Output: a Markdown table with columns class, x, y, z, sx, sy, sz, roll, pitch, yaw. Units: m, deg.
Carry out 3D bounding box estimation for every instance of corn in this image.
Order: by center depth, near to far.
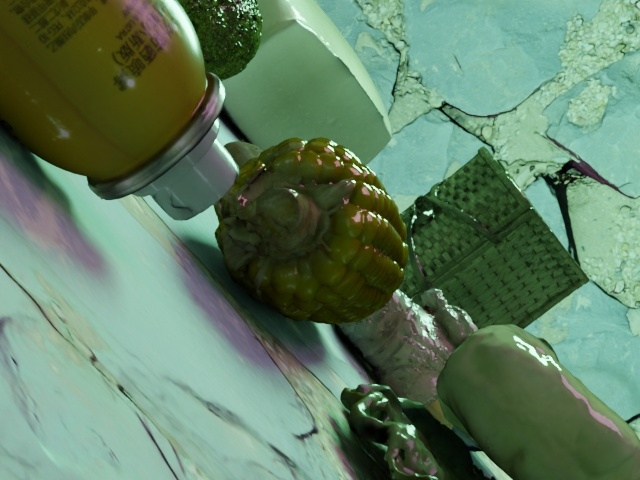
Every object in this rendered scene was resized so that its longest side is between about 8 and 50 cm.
| class | x | y | z | sx | sy | sz | roll | pitch | yaw |
| --- | --- | --- | --- | --- | --- | --- | --- | --- | --- |
| corn | 0.000 | 0.000 | 1.147 | 0.119 | 0.119 | 0.322 | 52 | 1 | 8 |

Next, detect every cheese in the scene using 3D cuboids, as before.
| class | x | y | z | sx | sy | sz | roll | pitch | yaw |
| --- | --- | --- | --- | --- | --- | --- | --- | --- | --- |
| cheese | 0.171 | 0.147 | 1.225 | 0.159 | 0.093 | 0.263 | 43 | -2 | 26 |

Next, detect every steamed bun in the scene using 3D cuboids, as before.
| class | x | y | z | sx | sy | sz | roll | pitch | yaw |
| --- | --- | --- | --- | --- | --- | --- | --- | --- | --- |
| steamed bun | -0.039 | -0.177 | 1.787 | 0.242 | 0.146 | 0.164 | 47 | 11 | -41 |

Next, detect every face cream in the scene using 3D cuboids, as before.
| class | x | y | z | sx | sy | sz | roll | pitch | yaw |
| --- | --- | --- | --- | --- | --- | --- | --- | --- | --- |
| face cream | -0.160 | -0.142 | 0.779 | 0.349 | 0.105 | 0.105 | 48 | 6 | -26 |

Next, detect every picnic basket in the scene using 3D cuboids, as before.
| class | x | y | z | sx | sy | sz | roll | pitch | yaw |
| --- | --- | --- | --- | --- | --- | --- | --- | --- | --- |
| picnic basket | 0.141 | 0.021 | 1.739 | 0.154 | 0.196 | 0.134 | 50 | 8 | -28 |

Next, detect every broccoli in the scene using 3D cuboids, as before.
| class | x | y | z | sx | sy | sz | roll | pitch | yaw |
| --- | --- | --- | --- | --- | --- | --- | --- | --- | --- |
| broccoli | -0.113 | -0.203 | 1.585 | 0.120 | 0.130 | 0.131 | 12 | 33 | 11 |

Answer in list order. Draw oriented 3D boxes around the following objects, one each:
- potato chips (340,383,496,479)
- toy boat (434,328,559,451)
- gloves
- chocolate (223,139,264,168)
| class | x | y | z | sx | sy | sz | roll | pitch | yaw |
| --- | --- | --- | --- | --- | --- | --- | --- | --- | --- |
| potato chips | 0.165 | 0.249 | 1.083 | 0.429 | 0.070 | 0.358 | 49 | 2 | -34 |
| toy boat | 0.145 | 0.136 | 1.545 | 0.262 | 0.115 | 0.114 | 15 | 79 | -69 |
| gloves | 0.079 | 0.086 | 1.366 | 0.144 | 0.094 | 0.110 | 37 | 1 | -37 |
| chocolate | -0.046 | -0.053 | 1.539 | 0.101 | 0.031 | 0.064 | 54 | 1 | 36 |
